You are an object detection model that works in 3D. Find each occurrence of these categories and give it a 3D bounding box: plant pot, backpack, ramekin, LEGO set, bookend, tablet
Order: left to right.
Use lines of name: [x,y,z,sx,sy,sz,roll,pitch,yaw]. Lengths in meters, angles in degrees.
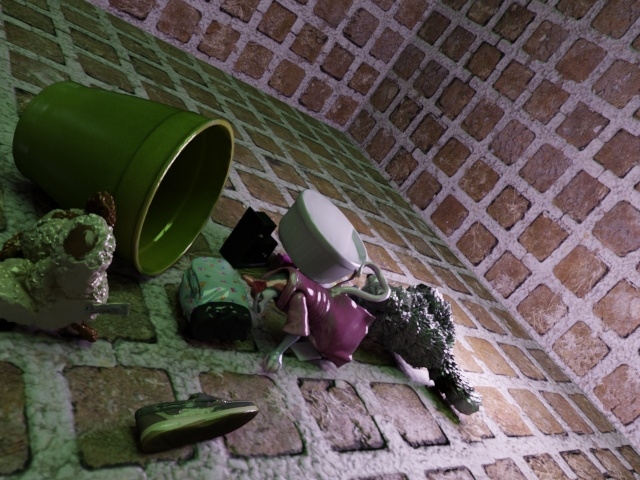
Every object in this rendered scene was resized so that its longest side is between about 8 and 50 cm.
plant pot: [-0.432,-0.164,1.180,0.353,0.366,0.366,27,20,6]
backpack: [-0.227,0.122,1.163,0.152,0.115,0.182,16,26,-38]
bookend: [-0.164,-0.006,1.481,0.072,0.156,0.157,46,21,23]
LEGO set: [-0.058,0.022,1.693,0.093,0.087,0.227,42,20,13]
tablet: [-0.037,0.264,1.317,0.083,0.006,0.054,8,35,-51]
ramekin: [0.000,0.000,1.538,0.273,0.127,0.272,42,21,-20]

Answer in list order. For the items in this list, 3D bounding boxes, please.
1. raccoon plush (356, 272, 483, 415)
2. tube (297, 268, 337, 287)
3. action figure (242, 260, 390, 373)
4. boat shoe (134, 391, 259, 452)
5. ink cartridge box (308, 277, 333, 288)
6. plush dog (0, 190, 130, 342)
raccoon plush: [0.266,0.272,1.470,0.446,0.216,0.299,46,19,23]
tube: [0.037,0.151,1.612,0.240,0.062,0.070,42,61,1]
action figure: [-0.016,0.146,1.245,0.370,0.276,0.248,35,18,-45]
boat shoe: [-0.199,0.285,0.907,0.224,0.080,0.073,4,43,-49]
ink cartridge box: [-0.005,0.155,1.523,0.181,0.061,0.104,40,20,9]
plush dog: [-0.432,0.034,0.930,0.210,0.263,0.225,64,6,-47]
